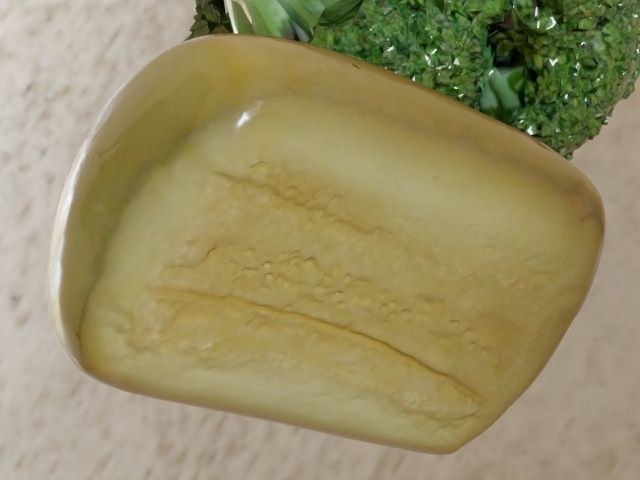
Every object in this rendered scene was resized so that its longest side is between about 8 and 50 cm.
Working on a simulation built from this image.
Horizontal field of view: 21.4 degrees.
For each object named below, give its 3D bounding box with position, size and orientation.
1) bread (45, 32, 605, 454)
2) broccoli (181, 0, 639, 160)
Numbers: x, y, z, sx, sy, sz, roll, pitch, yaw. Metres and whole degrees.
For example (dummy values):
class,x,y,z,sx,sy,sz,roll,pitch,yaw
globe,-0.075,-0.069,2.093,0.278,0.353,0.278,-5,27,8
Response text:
class,x,y,z,sx,sy,sz,roll,pitch,yaw
bread,0.000,0.000,0.635,0.147,0.217,0.098,-57,37,14
broccoli,0.052,-0.175,0.997,0.321,0.310,0.413,87,-153,-68
